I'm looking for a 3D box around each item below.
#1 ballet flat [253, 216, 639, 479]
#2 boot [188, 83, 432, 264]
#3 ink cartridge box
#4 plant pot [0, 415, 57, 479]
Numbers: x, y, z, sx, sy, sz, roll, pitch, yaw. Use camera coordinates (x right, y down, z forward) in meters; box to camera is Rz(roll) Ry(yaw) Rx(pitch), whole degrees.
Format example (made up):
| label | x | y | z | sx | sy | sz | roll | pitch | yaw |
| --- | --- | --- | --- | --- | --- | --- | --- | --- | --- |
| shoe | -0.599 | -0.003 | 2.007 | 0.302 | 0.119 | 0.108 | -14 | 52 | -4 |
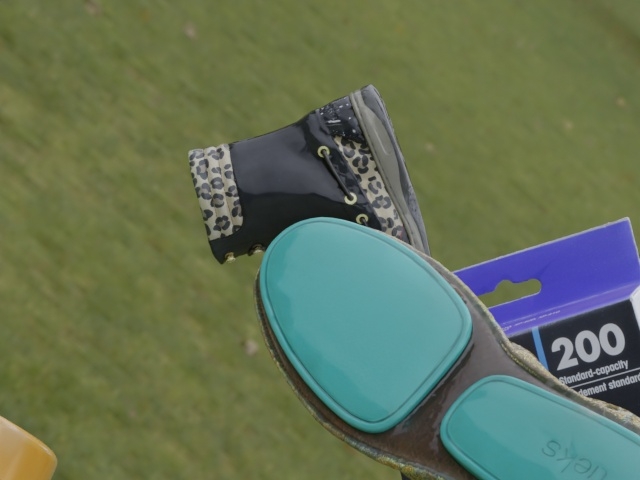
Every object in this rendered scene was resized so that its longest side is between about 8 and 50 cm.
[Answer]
| label | x | y | z | sx | sy | sz | roll | pitch | yaw |
| --- | --- | --- | --- | --- | --- | --- | --- | --- | --- |
| ballet flat | 0.086 | 0.105 | 1.051 | 0.123 | 0.123 | 0.348 | 25 | 7 | -47 |
| boot | 0.000 | -0.001 | 1.580 | 0.085 | 0.178 | 0.236 | -96 | 169 | -72 |
| ink cartridge box | 0.144 | 0.110 | 1.275 | 0.045 | 0.206 | 0.208 | 2 | 71 | -62 |
| plant pot | -0.258 | 0.153 | 0.889 | 0.205 | 0.188 | 0.205 | 20 | -16 | 6 |
